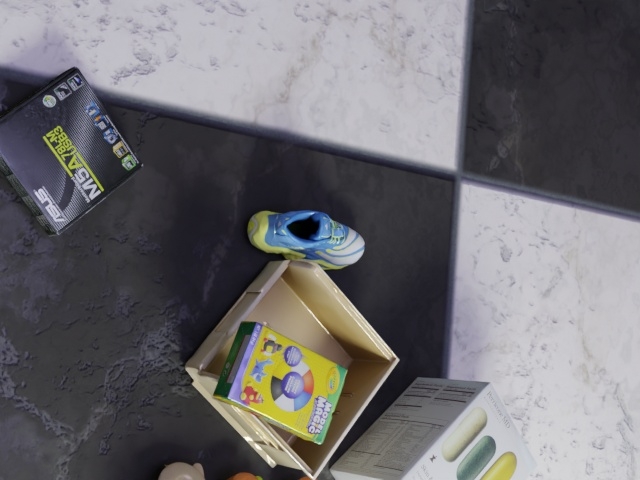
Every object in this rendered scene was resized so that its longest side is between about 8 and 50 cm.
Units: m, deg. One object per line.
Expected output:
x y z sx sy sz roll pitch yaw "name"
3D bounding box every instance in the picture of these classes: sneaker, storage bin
0.000 0.000 1.939 0.240 0.126 0.091 7 83 -35 "sneaker"
-0.047 0.207 1.895 0.260 0.123 0.262 50 62 -23 "storage bin"

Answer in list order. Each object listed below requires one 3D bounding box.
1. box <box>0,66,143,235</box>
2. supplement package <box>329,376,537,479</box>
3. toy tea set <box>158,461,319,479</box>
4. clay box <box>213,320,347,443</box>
-0.389 -0.135 1.718 0.184 0.045 0.190 -43 111 -32 "box"
0.202 0.402 2.016 0.263 0.198 0.199 -41 110 -30 "supplement package"
-0.136 0.473 1.847 0.336 0.124 0.200 9 52 -32 "toy tea set"
-0.049 0.228 1.786 0.222 0.053 0.127 30 71 -29 "clay box"
